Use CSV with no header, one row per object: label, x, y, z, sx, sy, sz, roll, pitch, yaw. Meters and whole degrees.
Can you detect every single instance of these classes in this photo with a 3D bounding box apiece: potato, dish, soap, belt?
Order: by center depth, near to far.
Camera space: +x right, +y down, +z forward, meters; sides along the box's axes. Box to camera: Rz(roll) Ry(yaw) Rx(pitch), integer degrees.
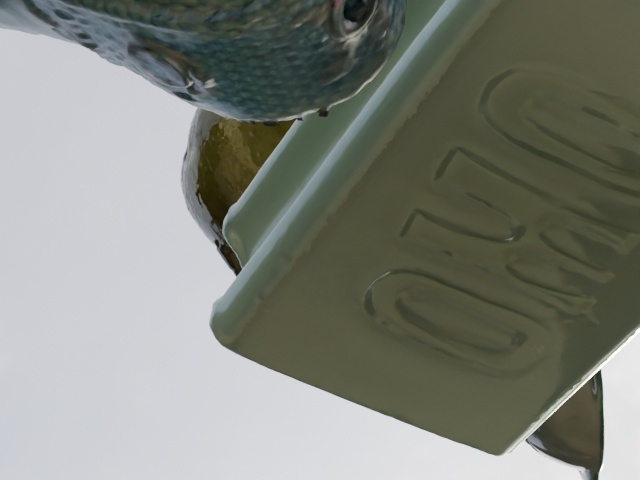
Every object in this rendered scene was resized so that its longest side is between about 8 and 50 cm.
belt,-0.112,-0.112,0.609,0.087,0.302,0.072,-65,-28,-16
soap,0.082,-0.031,0.747,0.160,0.087,0.265,23,-45,-17
potato,0.000,0.000,1.312,0.272,0.111,0.160,34,-47,5
dish,0.183,0.102,1.564,0.078,0.246,0.224,-9,-85,0
